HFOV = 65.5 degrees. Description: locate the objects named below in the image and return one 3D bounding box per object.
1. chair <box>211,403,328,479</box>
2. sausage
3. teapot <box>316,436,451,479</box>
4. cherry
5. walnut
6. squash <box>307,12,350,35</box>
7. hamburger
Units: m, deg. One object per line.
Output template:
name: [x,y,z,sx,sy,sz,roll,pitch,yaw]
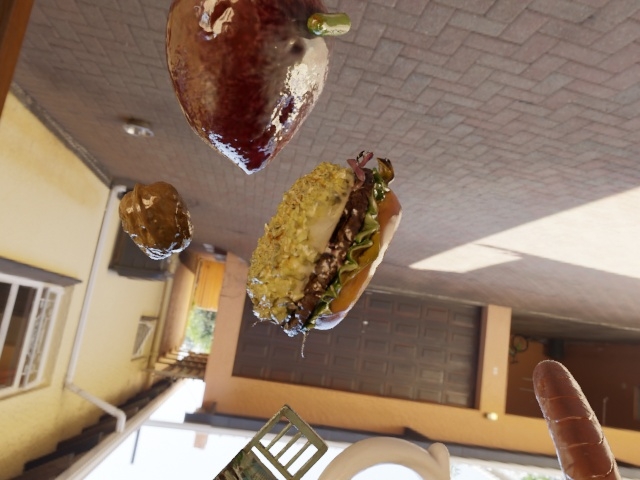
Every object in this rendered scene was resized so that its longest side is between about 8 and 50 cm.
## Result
chair: [-0.127,0.478,0.974,0.136,0.270,0.147,45,-173,7]
sausage: [0.420,0.315,0.823,0.087,0.088,0.433,7,-163,11]
teapot: [0.036,0.275,0.296,0.139,0.298,0.204,-7,-178,-15]
cherry: [-0.095,-0.242,0.678,0.203,0.300,0.230,14,-168,27]
walnut: [-0.200,-0.027,0.606,0.079,0.096,0.082,-20,-156,6]
squash: [0.008,-0.265,0.610,0.027,0.027,0.083,3,-157,30]
hamburger: [0.000,0.000,0.627,0.138,0.262,0.243,30,128,-4]
